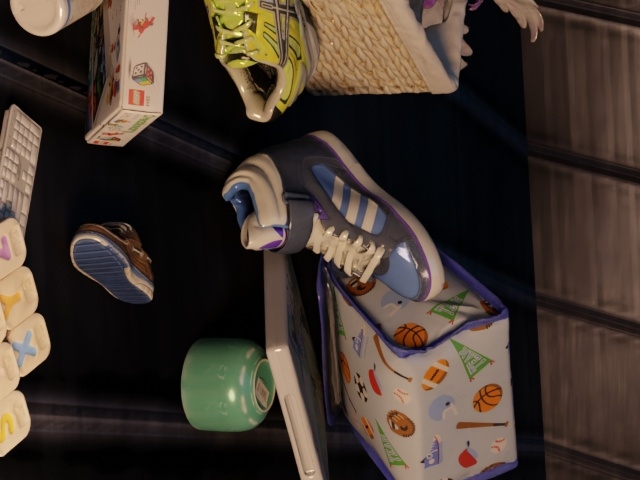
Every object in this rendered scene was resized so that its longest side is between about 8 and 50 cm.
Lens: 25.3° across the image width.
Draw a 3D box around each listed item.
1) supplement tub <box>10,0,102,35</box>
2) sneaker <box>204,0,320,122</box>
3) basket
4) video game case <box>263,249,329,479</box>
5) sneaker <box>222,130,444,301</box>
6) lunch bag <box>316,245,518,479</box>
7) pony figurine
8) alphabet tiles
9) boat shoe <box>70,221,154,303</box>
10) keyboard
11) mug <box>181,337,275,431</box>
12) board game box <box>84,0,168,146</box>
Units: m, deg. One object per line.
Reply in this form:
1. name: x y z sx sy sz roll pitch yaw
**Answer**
1. supplement tub: -0.294 -0.277 1.604 0.107 0.071 0.071 -53 136 -57
2. sneaker: -0.096 -0.330 1.998 0.385 0.145 0.147 63 33 -43
3. basket: 0.070 -0.433 2.245 0.331 0.266 0.328 45 48 -58
4. video game case: -0.035 0.188 2.103 0.329 0.036 0.300 -96 174 -60
5. sneaker: 0.000 -0.001 2.055 0.236 0.323 0.130 -30 164 -36
6. lunch bag: 0.121 0.175 2.267 0.385 0.238 0.328 -131 -151 -51
7. pony figurine: 0.245 -0.523 2.740 0.351 0.302 0.364 36 52 -23
8. alphabet tiles: -0.367 0.102 1.443 0.278 0.021 0.284 -42 127 -56
9. boat shoe: -0.250 0.014 1.715 0.183 0.066 0.066 65 26 -63
10. keyboard: -0.340 -0.017 1.551 0.072 0.014 0.256 41 52 -61
11. mug: -0.115 0.196 1.976 0.157 0.097 0.130 -27 113 -65
12. board game box: -0.222 -0.277 1.657 0.193 0.053 0.305 162 -68 -68
